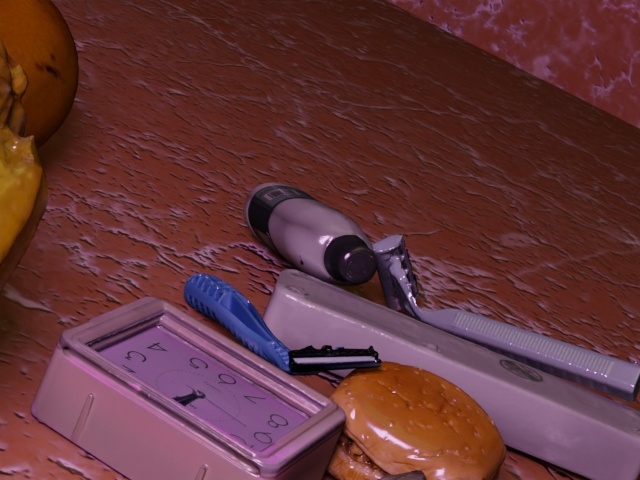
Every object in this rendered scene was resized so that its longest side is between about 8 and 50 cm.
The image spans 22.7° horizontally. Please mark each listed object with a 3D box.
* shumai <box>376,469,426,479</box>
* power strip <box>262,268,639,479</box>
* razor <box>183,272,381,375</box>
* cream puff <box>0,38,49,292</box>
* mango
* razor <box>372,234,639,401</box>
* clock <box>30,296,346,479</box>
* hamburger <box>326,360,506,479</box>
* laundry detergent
[{"bbox_3d":[0.029,0.207,1.098,0.087,0.099,0.124,3,-4,4],"label":"shumai"},{"bbox_3d":[0.131,0.128,1.427,0.385,0.062,0.091,23,13,-1],"label":"power strip"},{"bbox_3d":[-0.051,0.074,1.330,0.082,0.042,0.253,-1,15,-31],"label":"razor"},{"bbox_3d":[-0.339,-0.073,1.020,0.378,0.275,0.378,43,-5,4],"label":"cream puff"},{"bbox_3d":[-0.340,-0.140,1.458,0.211,0.173,0.317,27,31,-8],"label":"mango"},{"bbox_3d":[0.170,0.088,1.501,0.278,0.056,0.111,25,-25,27],"label":"razor"},{"bbox_3d":[-0.095,0.127,1.174,0.192,0.071,0.147,30,21,17],"label":"clock"},{"bbox_3d":[0.071,0.158,1.264,0.147,0.083,0.138,32,21,12],"label":"hamburger"},{"bbox_3d":[0.000,0.000,1.524,0.099,0.070,0.225,39,-3,-23],"label":"laundry detergent"}]
